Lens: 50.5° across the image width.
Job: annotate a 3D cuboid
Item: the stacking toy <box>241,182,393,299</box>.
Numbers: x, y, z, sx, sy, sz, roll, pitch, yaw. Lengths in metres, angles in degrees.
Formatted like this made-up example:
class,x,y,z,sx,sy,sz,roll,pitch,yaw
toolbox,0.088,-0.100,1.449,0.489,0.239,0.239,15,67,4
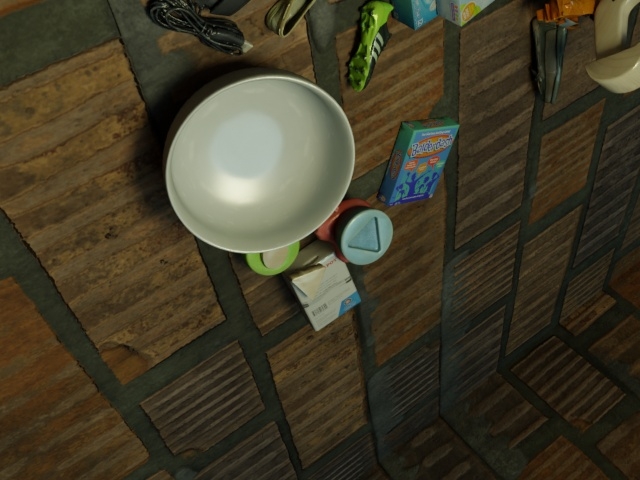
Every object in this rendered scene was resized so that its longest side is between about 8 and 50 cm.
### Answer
class,x,y,z,sx,sy,sz,roll,pitch,yaw
stacking toy,0.000,0.000,1.449,0.309,0.130,0.279,34,95,-36

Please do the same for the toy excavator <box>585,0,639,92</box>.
class,x,y,z,sx,sy,sz,roll,pitch,yaw
toy excavator,0.698,-0.594,1.440,0.222,0.433,0.445,13,135,-40

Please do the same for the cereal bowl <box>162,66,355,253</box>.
class,x,y,z,sx,sy,sz,roll,pitch,yaw
cereal bowl,-0.117,-0.152,1.218,0.338,0.141,0.339,-10,122,-16

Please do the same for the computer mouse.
class,x,y,z,sx,sy,sz,roll,pitch,yaw
computer mouse,-0.124,-0.419,1.045,0.188,0.072,0.272,12,116,-49

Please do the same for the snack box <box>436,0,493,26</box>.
class,x,y,z,sx,sy,sz,roll,pitch,yaw
snack box,0.303,-0.530,1.255,0.207,0.070,0.174,-39,144,-14

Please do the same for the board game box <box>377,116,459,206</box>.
class,x,y,z,sx,sy,sz,roll,pitch,yaw
board game box,0.236,-0.191,1.645,0.160,0.047,0.210,-14,133,-36

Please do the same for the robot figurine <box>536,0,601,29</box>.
class,x,y,z,sx,sy,sz,roll,pitch,yaw
robot figurine,0.592,-0.575,1.543,0.291,0.085,0.211,-15,96,-40

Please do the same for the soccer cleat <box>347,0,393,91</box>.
class,x,y,z,sx,sy,sz,roll,pitch,yaw
soccer cleat,0.101,-0.376,1.323,0.072,0.060,0.179,-16,132,-36

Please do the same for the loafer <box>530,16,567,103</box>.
class,x,y,z,sx,sy,sz,roll,pitch,yaw
loafer,0.566,-0.456,1.701,0.267,0.084,0.096,74,31,-53

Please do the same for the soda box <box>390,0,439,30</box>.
class,x,y,z,sx,sy,sz,roll,pitch,yaw
soda box,0.167,-0.501,1.250,0.067,0.071,0.210,-36,143,-13

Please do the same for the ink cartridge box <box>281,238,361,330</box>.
class,x,y,z,sx,sy,sz,roll,pitch,yaw
ink cartridge box,0.000,0.105,1.642,0.139,0.082,0.191,-33,129,-11

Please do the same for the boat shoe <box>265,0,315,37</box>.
class,x,y,z,sx,sy,sz,roll,pitch,yaw
boat shoe,-0.030,-0.416,1.161,0.153,0.048,0.056,-48,144,4
